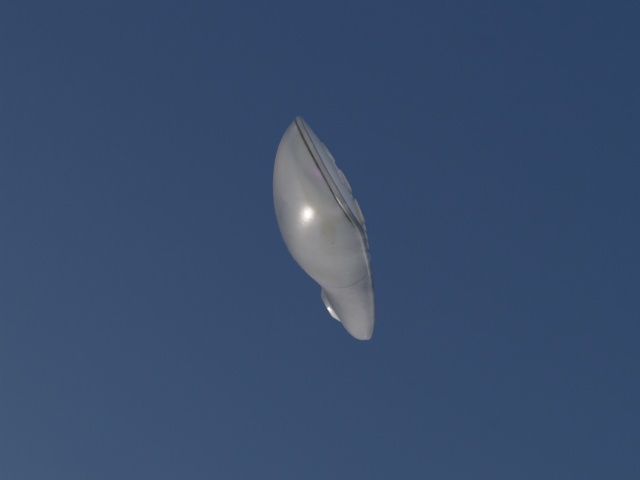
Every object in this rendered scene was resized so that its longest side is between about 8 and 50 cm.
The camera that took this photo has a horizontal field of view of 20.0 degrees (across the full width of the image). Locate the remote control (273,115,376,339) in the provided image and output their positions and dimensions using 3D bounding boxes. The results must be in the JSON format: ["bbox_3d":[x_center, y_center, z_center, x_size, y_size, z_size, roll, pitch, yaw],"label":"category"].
[{"bbox_3d":[0.000,0.000,1.043,0.044,0.229,0.073,-28,-110,-8],"label":"remote control"}]
